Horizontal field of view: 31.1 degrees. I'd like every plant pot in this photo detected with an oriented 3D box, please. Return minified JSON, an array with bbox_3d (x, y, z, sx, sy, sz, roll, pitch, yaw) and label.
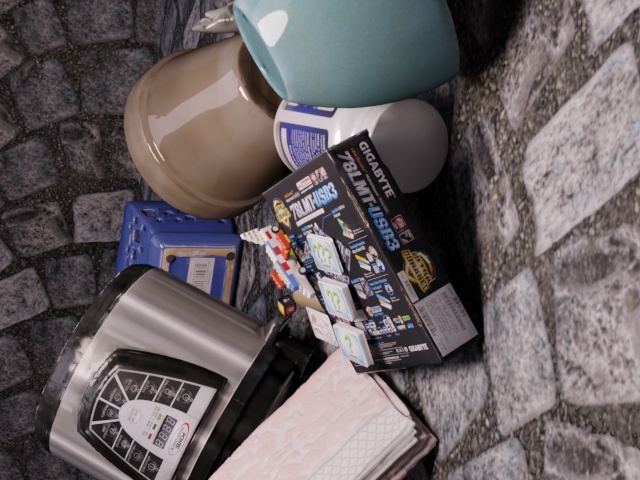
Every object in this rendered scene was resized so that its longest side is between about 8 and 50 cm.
[{"bbox_3d":[0.009,-0.275,1.407,0.290,0.195,0.290,57,173,12],"label":"plant pot"},{"bbox_3d":[-0.298,0.055,2.480,0.212,0.235,0.236,-140,56,-59],"label":"plant pot"},{"bbox_3d":[-0.142,-0.233,2.044,0.280,0.323,0.323,-28,58,48],"label":"plant pot"}]

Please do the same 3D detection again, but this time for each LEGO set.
[{"bbox_3d":[-0.025,0.074,1.578,0.244,0.060,0.183,16,127,64],"label":"LEGO set"}]

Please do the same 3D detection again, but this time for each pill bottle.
[{"bbox_3d":[0.054,-0.144,1.595,0.264,0.153,0.153,21,106,61],"label":"pill bottle"}]

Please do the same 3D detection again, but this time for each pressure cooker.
[{"bbox_3d":[-0.210,0.273,1.921,0.375,0.420,0.370,-58,-7,-36],"label":"pressure cooker"}]

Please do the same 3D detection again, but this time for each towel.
[{"bbox_3d":[-0.024,0.316,1.598,0.332,0.053,0.317,-44,23,-4],"label":"towel"}]

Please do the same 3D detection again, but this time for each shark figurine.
[{"bbox_3d":[-0.115,-0.440,2.302,0.278,0.166,0.116,-1,110,54],"label":"shark figurine"}]

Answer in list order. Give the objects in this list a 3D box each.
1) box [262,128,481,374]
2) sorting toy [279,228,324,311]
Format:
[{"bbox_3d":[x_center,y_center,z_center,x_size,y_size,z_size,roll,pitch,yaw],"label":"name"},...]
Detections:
[{"bbox_3d":[0.054,0.027,1.502,0.293,0.073,0.295,63,159,0],"label":"box"},{"bbox_3d":[-0.009,-0.001,1.863,0.307,0.041,0.229,4,90,61],"label":"sorting toy"}]
